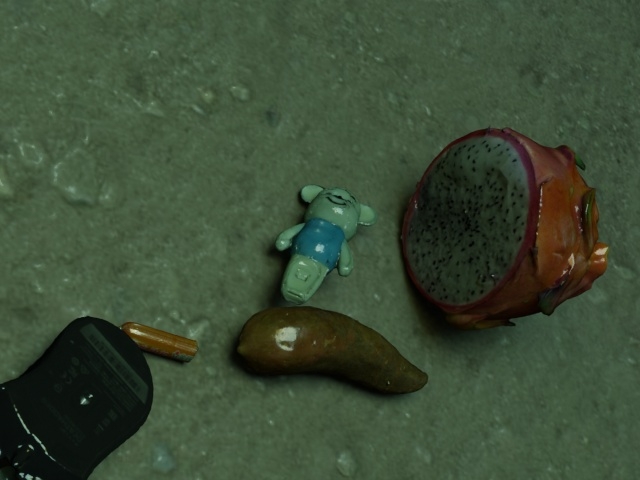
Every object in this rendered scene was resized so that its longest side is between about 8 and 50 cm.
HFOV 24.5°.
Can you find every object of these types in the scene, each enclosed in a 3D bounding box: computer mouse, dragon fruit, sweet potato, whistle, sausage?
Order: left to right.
[{"bbox_3d":[-0.287,0.193,1.652,0.147,0.088,0.264,49,30,-2],"label":"computer mouse"},{"bbox_3d":[-0.203,0.122,1.797,0.107,0.031,0.031,19,56,-27],"label":"sausage"},{"bbox_3d":[0.000,0.000,1.960,0.114,0.077,0.236,23,40,3],"label":"whistle"},{"bbox_3d":[0.020,0.139,1.909,0.292,0.097,0.097,12,59,-32],"label":"sweet potato"},{"bbox_3d":[0.271,-0.016,2.053,0.189,0.290,0.291,12,60,-38],"label":"dragon fruit"}]

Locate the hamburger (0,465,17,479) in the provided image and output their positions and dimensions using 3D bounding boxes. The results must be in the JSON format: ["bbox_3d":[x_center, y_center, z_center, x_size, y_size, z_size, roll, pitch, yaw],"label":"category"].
[{"bbox_3d":[-0.346,0.295,1.589,0.084,0.054,0.121,38,57,-15],"label":"hamburger"}]
